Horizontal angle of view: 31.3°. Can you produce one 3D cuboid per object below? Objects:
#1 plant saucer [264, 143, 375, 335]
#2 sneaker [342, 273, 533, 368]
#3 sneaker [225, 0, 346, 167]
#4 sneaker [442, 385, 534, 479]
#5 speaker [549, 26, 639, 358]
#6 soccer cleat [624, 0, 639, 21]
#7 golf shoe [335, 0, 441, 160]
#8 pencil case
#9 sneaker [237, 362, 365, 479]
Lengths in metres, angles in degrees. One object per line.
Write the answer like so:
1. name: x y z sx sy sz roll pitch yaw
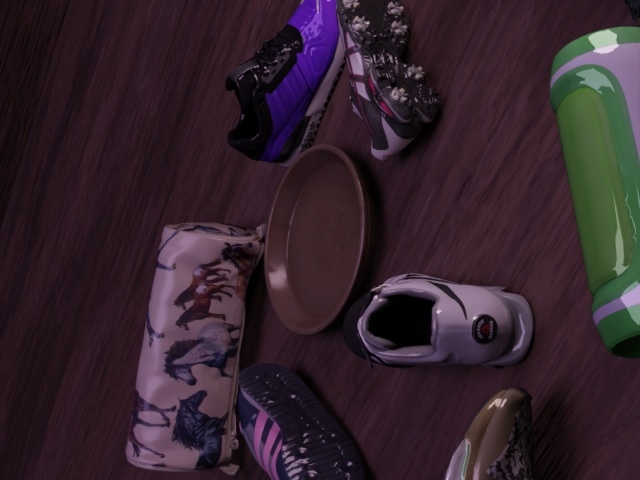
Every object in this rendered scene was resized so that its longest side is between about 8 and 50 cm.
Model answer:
1. plant saucer: 0.000 0.000 1.644 0.278 0.041 0.277 -21 65 57
2. sneaker: 0.092 0.093 1.369 0.330 0.146 0.122 -11 75 60
3. sneaker: -0.060 -0.249 1.695 0.102 0.146 0.293 45 122 53
4. sneaker: 0.226 0.352 1.141 0.182 0.158 0.410 -4 76 27
5. speaker: 0.296 -0.046 1.073 0.131 0.131 0.296 -35 54 51
6. soccer cleat: 0.320 -0.264 1.150 0.179 0.060 0.072 -122 35 -46
7. golf shoe: 0.066 -0.236 1.528 0.120 0.105 0.272 122 143 -47
8. pencil case: -0.191 0.163 1.818 0.160 0.184 0.410 -135 53 -87
9. sneaker: -0.028 0.305 1.584 0.319 0.112 0.131 -126 35 -53
